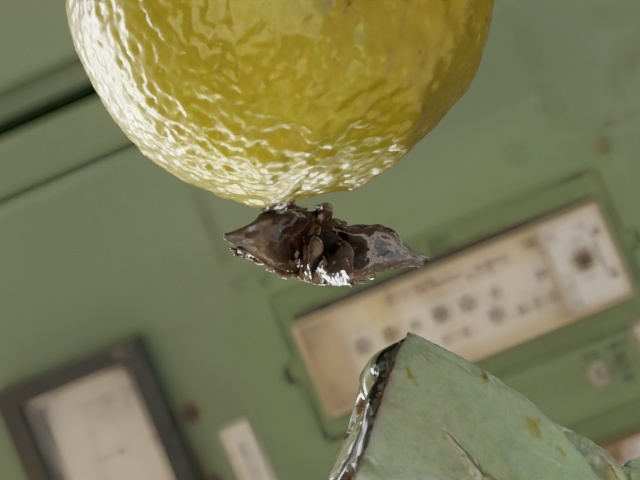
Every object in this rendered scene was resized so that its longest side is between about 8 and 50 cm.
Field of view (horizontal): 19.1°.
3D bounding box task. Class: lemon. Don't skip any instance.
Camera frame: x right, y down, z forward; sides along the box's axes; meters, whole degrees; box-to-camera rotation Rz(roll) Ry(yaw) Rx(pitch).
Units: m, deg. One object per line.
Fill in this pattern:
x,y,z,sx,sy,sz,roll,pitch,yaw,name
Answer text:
-0.031,-0.154,1.192,0.268,0.268,0.322,67,159,1,lemon

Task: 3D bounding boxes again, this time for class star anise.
0.010,0.003,1.278,0.124,0.129,0.056,-42,-36,-73,star anise

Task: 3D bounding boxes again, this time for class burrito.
0.116,0.160,1.173,0.144,0.229,0.089,-68,7,-32,burrito
